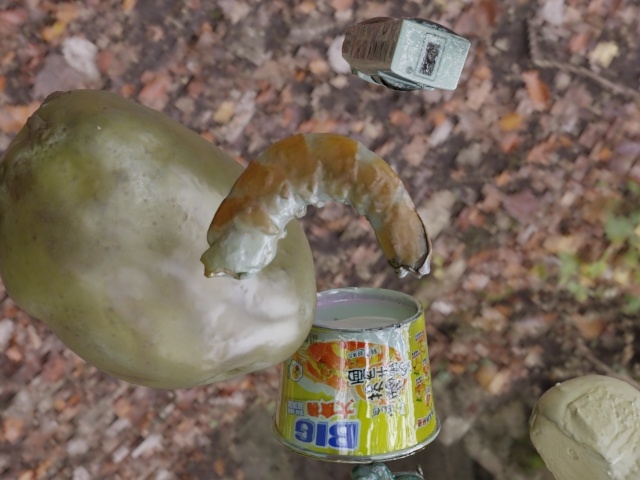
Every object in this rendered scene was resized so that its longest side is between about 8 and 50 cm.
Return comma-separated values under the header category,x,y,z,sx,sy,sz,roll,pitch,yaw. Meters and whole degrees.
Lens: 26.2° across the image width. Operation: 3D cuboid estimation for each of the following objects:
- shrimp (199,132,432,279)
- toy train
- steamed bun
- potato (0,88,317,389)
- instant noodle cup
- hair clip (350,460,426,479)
category,x,y,z,sx,sy,sz,roll,pitch,yaw
shrimp,0.000,0.000,1.081,0.161,0.166,0.049,-51,170,5
toy train,0.047,-0.120,0.873,0.043,0.207,0.047,16,97,-10
steamed bun,0.244,0.172,1.169,0.091,0.130,0.112,-36,151,-23
potato,-0.162,0.010,1.298,0.326,0.221,0.243,29,73,-29
instant noodle cup,0.037,0.146,1.579,0.205,0.205,0.153,-15,109,-38
hair clip,0.102,0.341,1.037,0.095,0.359,0.110,-32,153,24
